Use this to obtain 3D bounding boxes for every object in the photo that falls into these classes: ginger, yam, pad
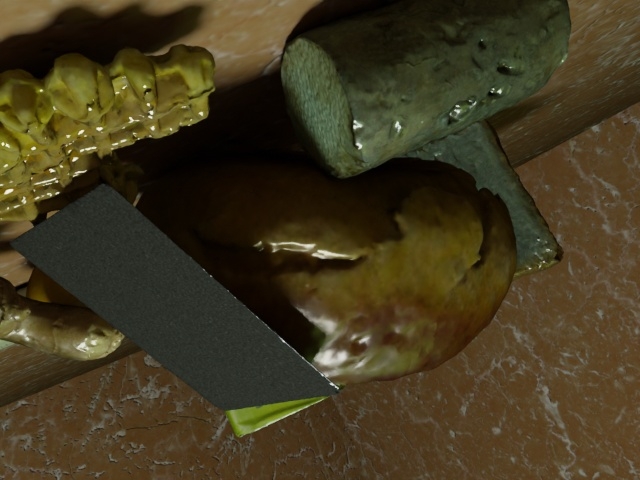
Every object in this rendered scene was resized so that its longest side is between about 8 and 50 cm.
[{"bbox_3d":[-0.262,0.062,0.583,0.214,0.059,0.133,21,162,-26],"label":"ginger"},{"bbox_3d":[0.078,-0.125,0.504,0.194,0.107,0.107,-24,174,-18],"label":"yam"},{"bbox_3d":[-0.100,0.052,0.482,0.142,0.211,0.003,-20,-146,43],"label":"pad"}]

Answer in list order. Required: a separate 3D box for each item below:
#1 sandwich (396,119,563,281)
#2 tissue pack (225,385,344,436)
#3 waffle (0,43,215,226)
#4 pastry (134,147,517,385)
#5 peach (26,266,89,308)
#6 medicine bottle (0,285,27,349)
[{"bbox_3d":[0.171,-0.015,1.105,0.325,0.262,0.131,-26,169,2],"label":"sandwich"},{"bbox_3d":[-0.085,0.100,0.980,0.167,0.275,0.200,-25,175,8],"label":"tissue pack"},{"bbox_3d":[-0.144,-0.057,0.414,0.149,0.051,0.194,-15,169,-47],"label":"waffle"},{"bbox_3d":[0.000,0.000,0.632,0.355,0.164,0.356,3,-163,-1],"label":"pastry"},{"bbox_3d":[-0.223,0.045,0.751,0.179,0.103,0.179,-16,180,0],"label":"peach"},{"bbox_3d":[-0.392,0.106,0.802,0.230,0.059,0.059,-24,174,-16],"label":"medicine bottle"}]
